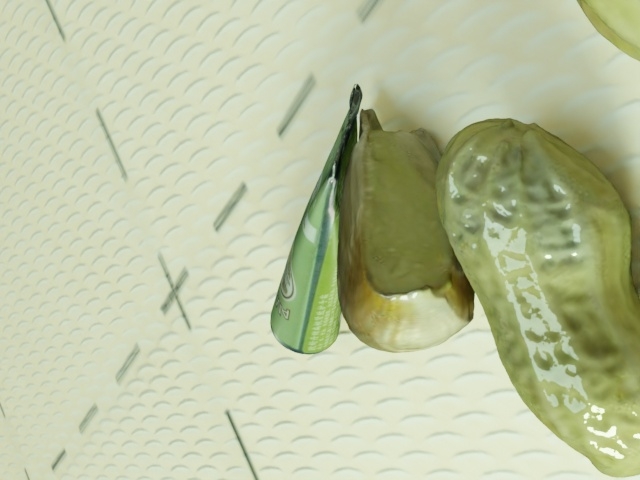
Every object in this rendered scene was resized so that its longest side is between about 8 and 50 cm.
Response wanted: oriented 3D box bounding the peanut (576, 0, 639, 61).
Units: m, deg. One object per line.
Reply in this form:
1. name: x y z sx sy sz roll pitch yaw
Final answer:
1. peanut: 0.145 -0.155 0.578 0.274 0.125 0.111 52 162 32

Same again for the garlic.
1. garlic: 0.052 0.004 0.814 0.195 0.087 0.101 -90 -3 -50

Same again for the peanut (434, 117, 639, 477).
1. peanut: 0.136 0.028 0.714 0.099 0.090 0.214 -24 84 16

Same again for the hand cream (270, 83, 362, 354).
1. hand cream: 0.000 0.000 0.934 0.235 0.055 0.086 101 -178 -47
